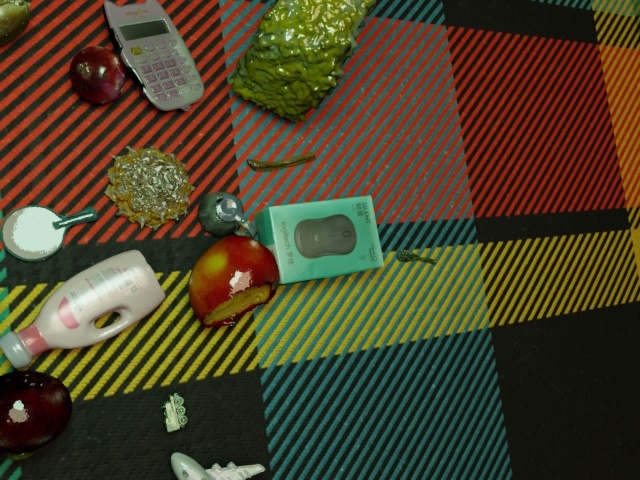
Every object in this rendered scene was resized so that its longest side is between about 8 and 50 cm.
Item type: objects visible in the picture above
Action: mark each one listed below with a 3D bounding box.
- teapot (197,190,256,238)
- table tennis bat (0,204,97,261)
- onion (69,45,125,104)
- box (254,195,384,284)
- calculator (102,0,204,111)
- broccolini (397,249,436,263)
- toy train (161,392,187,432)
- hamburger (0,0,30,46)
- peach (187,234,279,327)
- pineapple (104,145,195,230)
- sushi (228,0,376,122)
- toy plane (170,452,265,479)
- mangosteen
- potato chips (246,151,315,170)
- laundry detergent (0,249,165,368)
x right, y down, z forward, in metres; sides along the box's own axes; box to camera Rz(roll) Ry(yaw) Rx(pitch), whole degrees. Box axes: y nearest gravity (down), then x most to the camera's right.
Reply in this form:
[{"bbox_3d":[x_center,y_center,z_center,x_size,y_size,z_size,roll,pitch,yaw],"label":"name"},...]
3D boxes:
[{"bbox_3d":[-0.231,-0.054,1.401,0.111,0.108,0.149,-21,92,-25],"label":"teapot"},{"bbox_3d":[-0.595,-0.029,1.264,0.201,0.033,0.124,-23,95,-24],"label":"table tennis bat"},{"bbox_3d":[-0.509,-0.379,1.306,0.131,0.131,0.131,4,81,-25],"label":"onion"},{"bbox_3d":[0.000,0.000,1.500,0.312,0.118,0.204,-7,87,-26],"label":"box"},{"bbox_3d":[-0.399,-0.445,1.390,0.194,0.043,0.294,-36,102,-47],"label":"calculator"},{"bbox_3d":[0.285,0.057,1.683,0.140,0.030,0.035,15,84,-28],"label":"broccolini"},{"bbox_3d":[-0.339,0.397,1.322,0.053,0.033,0.083,-13,88,-23],"label":"toy train"},{"bbox_3d":[-0.694,-0.488,1.224,0.131,0.159,0.185,48,39,-8],"label":"hamburger"},{"bbox_3d":[-0.204,0.106,1.345,0.196,0.190,0.226,33,63,-28],"label":"peach"},{"bbox_3d":[-0.398,-0.131,1.351,0.225,0.076,0.224,5,79,-24],"label":"pineapple"},{"bbox_3d":[-0.037,-0.518,1.411,0.240,0.397,0.351,27,64,-16],"label":"sushi"},{"bbox_3d":[-0.250,0.581,1.300,0.251,0.101,0.255,-41,101,-13],"label":"toy plane"},{"bbox_3d":[-0.598,0.356,1.139,0.200,0.200,0.199,4,81,-25],"label":"mangosteen"},{"bbox_3d":[-0.099,-0.212,1.536,0.204,0.026,0.037,-12,74,-26],"label":"potato chips"},{"bbox_3d":[-0.516,0.157,1.244,0.335,0.088,0.158,-33,98,-25],"label":"laundry detergent"}]
